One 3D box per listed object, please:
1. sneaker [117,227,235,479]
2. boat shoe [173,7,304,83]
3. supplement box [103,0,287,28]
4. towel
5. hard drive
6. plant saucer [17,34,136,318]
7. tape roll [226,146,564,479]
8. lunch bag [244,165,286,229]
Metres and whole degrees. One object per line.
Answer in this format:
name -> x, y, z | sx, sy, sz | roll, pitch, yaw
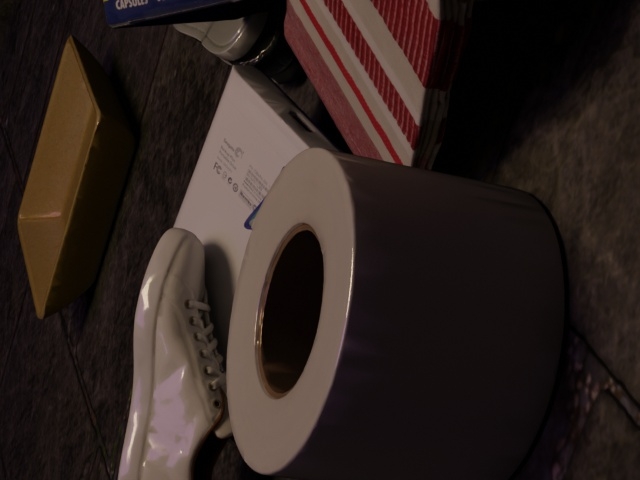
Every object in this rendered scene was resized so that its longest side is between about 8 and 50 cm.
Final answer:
sneaker -> -0.119, 0.134, 1.673 | 0.106, 0.123, 0.290 | 17, -103, -74
boat shoe -> -0.090, -0.246, 1.883 | 0.114, 0.091, 0.302 | -51, 27, 14
supplement box -> -0.096, -0.393, 1.598 | 0.194, 0.195, 0.356 | -6, 95, 39
towel -> 0.038, -0.184, 1.339 | 0.237, 0.037, 0.329 | 60, 163, 25
hard drive -> -0.075, 0.016, 1.697 | 0.210, 0.040, 0.318 | 48, 127, 38
plant saucer -> -0.356, -0.094, 2.509 | 0.333, 0.081, 0.332 | -119, 44, -59
tape roll -> 0.050, 0.064, 1.266 | 0.246, 0.169, 0.246 | -169, 90, -70
lunch bag -> 0.000, 0.000, 1.510 | 0.129, 0.096, 0.151 | -4, 75, 54
